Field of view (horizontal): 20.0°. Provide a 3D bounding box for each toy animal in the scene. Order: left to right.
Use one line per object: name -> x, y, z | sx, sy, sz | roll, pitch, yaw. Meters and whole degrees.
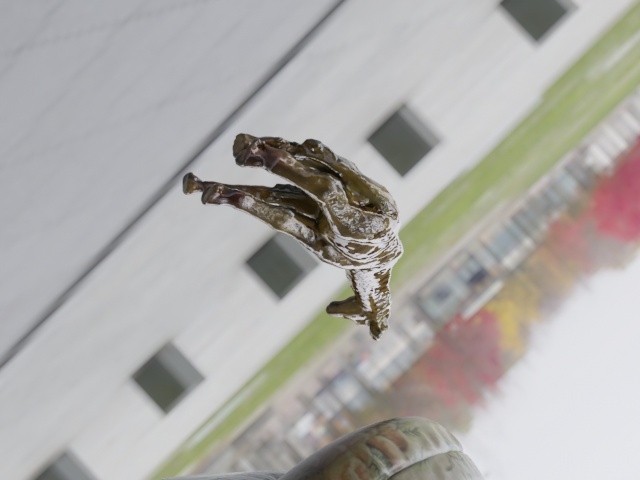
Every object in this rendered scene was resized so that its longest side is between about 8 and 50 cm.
toy animal -> 0.008, -0.001, 1.306 | 0.149, 0.275, 0.054 | -11, -120, 32

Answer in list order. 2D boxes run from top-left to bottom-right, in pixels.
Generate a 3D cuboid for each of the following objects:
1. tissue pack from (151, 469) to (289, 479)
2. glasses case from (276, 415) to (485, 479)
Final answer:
tissue pack -> -0.151, 0.371, 2.129 | 0.376, 0.195, 0.390 | 1, 176, -37
glasses case -> -0.076, 0.251, 1.006 | 0.425, 0.098, 0.156 | -45, 162, 19
